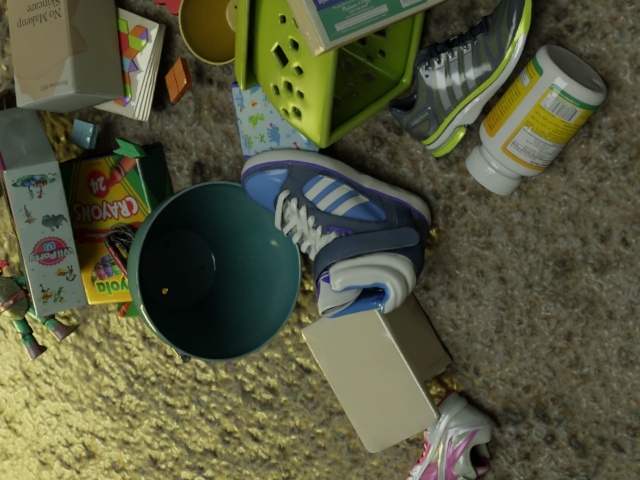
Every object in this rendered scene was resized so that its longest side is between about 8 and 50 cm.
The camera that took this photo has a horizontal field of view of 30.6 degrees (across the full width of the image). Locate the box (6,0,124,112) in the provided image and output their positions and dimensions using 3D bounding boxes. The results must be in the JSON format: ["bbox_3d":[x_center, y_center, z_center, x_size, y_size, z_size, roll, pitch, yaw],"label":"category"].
[{"bbox_3d":[-0.433,-0.381,1.959,0.148,0.121,0.311,-10,85,33],"label":"box"}]

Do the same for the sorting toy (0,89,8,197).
[{"bbox_3d":[-0.600,-0.158,2.143,0.038,0.193,0.208,5,109,2],"label":"sorting toy"}]

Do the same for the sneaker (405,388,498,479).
[{"bbox_3d":[0.214,0.374,1.909,0.111,0.103,0.252,25,118,22],"label":"sneaker"}]

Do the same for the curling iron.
[{"bbox_3d":[-0.300,0.094,2.046,0.068,0.035,0.274,-24,94,32],"label":"curling iron"}]

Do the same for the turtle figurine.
[{"bbox_3d":[-0.587,0.111,2.266,0.175,0.118,0.234,-31,96,33],"label":"turtle figurine"}]

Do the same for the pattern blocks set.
[{"bbox_3d":[-0.336,-0.304,1.989,0.285,0.026,0.325,8,96,31],"label":"pattern blocks set"}]

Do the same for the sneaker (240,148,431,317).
[{"bbox_3d":[0.000,0.000,1.788,0.322,0.236,0.130,18,140,6],"label":"sneaker"}]

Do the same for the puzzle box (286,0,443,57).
[{"bbox_3d":[0.110,-0.441,1.549,0.272,0.409,0.052,66,160,-4],"label":"puzzle box"}]

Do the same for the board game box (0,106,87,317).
[{"bbox_3d":[-0.501,-0.053,2.057,0.224,0.097,0.303,-125,24,-51],"label":"board game box"}]

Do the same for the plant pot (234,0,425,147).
[{"bbox_3d":[0.004,-0.307,1.709,0.207,0.227,0.228,31,138,25],"label":"plant pot"}]

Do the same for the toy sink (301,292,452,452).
[{"bbox_3d":[0.108,0.197,1.894,0.153,0.131,0.234,-34,84,33],"label":"toy sink"}]

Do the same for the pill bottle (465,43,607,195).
[{"bbox_3d":[0.302,-0.166,1.672,0.117,0.117,0.208,42,121,11],"label":"pill bottle"}]

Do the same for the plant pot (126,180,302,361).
[{"bbox_3d":[-0.205,0.049,1.958,0.195,0.290,0.290,0,109,61],"label":"plant pot"}]

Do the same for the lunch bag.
[{"bbox_3d":[-0.065,-0.199,1.879,0.151,0.096,0.129,-4,105,20],"label":"lunch bag"}]

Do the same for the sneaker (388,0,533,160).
[{"bbox_3d":[0.203,-0.256,1.683,0.121,0.111,0.300,28,119,-8],"label":"sneaker"}]

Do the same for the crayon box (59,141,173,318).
[{"bbox_3d":[-0.347,-0.003,2.109,0.202,0.081,0.319,-7,103,30],"label":"crayon box"}]

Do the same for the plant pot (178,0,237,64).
[{"bbox_3d":[-0.145,-0.356,1.870,0.134,0.095,0.134,10,111,26],"label":"plant pot"}]
